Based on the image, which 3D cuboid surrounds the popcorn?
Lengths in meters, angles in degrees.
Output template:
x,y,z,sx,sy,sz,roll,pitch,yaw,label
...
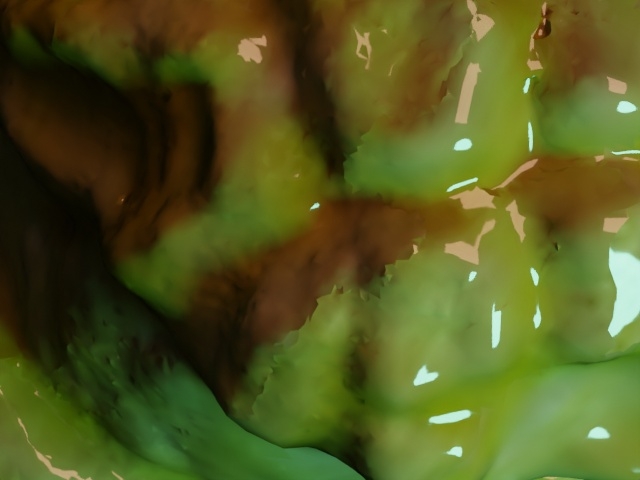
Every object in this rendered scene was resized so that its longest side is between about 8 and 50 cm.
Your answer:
x,y,z,sx,sy,sz,roll,pitch,yaw,label
0.000,0.000,0.651,0.349,0.349,0.381,27,93,-25,popcorn
